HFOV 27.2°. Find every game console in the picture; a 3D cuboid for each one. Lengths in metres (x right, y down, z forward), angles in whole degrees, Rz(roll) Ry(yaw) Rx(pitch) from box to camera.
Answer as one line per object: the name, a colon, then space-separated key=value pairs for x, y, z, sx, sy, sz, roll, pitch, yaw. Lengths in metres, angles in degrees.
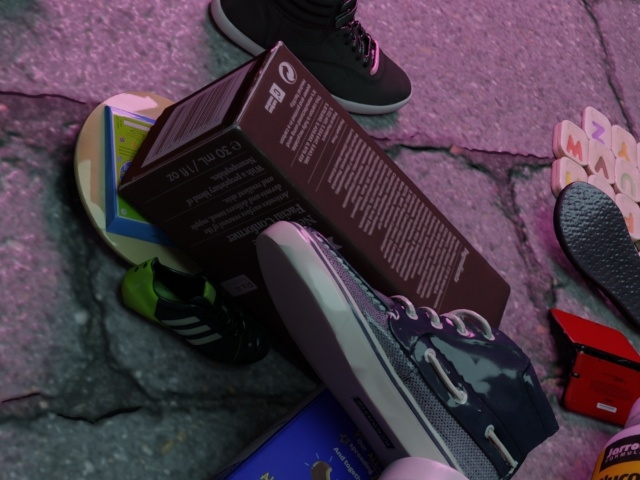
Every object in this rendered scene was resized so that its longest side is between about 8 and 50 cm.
game console: x=0.359 y=0.169 z=1.738 sx=0.144 sy=0.085 sz=0.124 roll=19 pitch=86 yaw=-32

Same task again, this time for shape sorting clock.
shape sorting clock: x=-0.172 y=-0.059 z=1.390 sx=0.206 sy=0.040 sz=0.206 roll=24 pitch=53 yaw=-37

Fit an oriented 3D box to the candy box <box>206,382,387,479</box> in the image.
candy box: x=0.013 y=0.304 z=1.282 sx=0.317 sy=0.122 sz=0.268 roll=-36 pitch=91 yaw=-44

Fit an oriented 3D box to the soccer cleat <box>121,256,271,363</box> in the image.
soccer cleat: x=-0.117 y=0.073 z=1.338 sx=0.179 sy=0.072 sz=0.060 roll=29 pitch=50 yaw=-26

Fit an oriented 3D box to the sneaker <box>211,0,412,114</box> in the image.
sneaker: x=0.027 y=-0.255 z=1.602 sx=0.296 sy=0.147 sz=0.104 roll=25 pitch=50 yaw=-30

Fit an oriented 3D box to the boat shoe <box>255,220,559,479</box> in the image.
boat shoe: x=0.086 y=0.099 z=1.259 sx=0.158 sy=0.127 sz=0.340 roll=-36 pitch=100 yaw=-20

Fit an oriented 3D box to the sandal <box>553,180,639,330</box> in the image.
sandal: x=0.394 y=0.029 z=1.817 sx=0.097 sy=0.054 sz=0.254 roll=-41 pitch=108 yaw=-12

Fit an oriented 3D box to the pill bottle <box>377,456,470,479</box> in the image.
pill bottle: x=0.042 y=0.312 z=1.107 sx=0.152 sy=0.152 sz=0.272 roll=47 pitch=48 yaw=-9

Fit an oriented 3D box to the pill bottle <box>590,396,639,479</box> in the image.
pill bottle: x=0.399 y=0.338 z=1.548 sx=0.188 sy=0.188 sz=0.334 roll=43 pitch=45 yaw=-13

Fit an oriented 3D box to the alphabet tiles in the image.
alphabet tiles: x=0.448 y=-0.060 z=1.942 sx=0.284 sy=0.021 sz=0.278 roll=30 pitch=50 yaw=-25

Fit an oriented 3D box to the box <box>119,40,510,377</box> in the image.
box: x=0.000 y=0.000 z=1.365 sx=0.381 sy=0.191 sz=0.143 roll=43 pitch=47 yaw=-23
